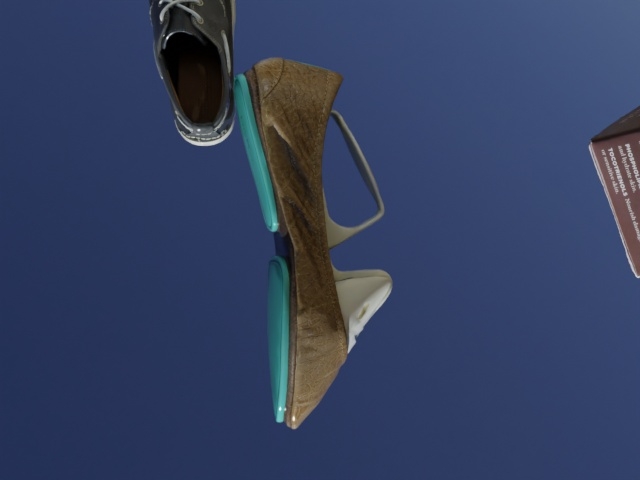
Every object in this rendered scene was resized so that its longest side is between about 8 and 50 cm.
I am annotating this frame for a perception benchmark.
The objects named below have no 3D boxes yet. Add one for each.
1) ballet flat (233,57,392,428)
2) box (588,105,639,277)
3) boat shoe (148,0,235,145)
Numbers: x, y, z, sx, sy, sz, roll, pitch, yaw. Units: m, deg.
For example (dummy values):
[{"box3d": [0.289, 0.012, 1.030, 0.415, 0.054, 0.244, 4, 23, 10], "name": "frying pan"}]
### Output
[{"box3d": [0.000, 0.000, 1.309, 0.124, 0.343, 0.116, -7, -178, -9], "name": "ballet flat"}, {"box3d": [0.436, -0.077, 1.541, 0.168, 0.203, 0.167, -31, -77, -48], "name": "box"}, {"box3d": [-0.126, -0.213, 1.392, 0.079, 0.084, 0.233, 26, -125, -84], "name": "boat shoe"}]
